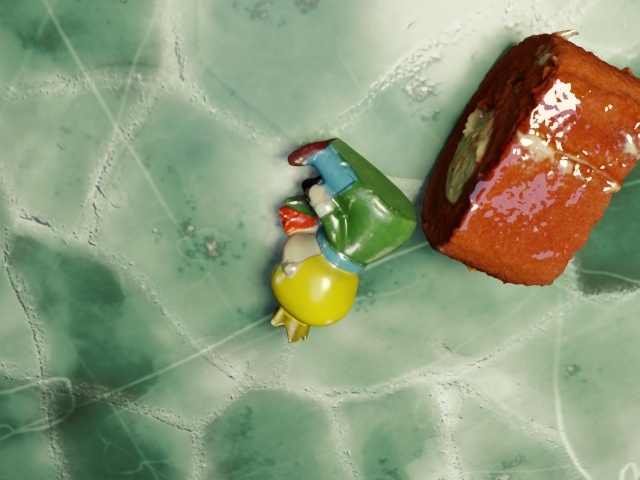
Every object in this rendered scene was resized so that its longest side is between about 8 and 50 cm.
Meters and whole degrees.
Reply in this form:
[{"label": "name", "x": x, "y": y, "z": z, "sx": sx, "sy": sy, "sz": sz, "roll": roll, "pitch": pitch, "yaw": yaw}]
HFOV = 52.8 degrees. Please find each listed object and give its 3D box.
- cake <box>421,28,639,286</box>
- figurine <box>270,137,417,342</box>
[{"label": "cake", "x": 0.236, "y": -0.091, "z": 0.734, "sx": 0.151, "sy": 0.177, "sz": 0.283, "roll": 24, "pitch": 108, "yaw": -8}, {"label": "figurine", "x": -0.008, "y": 0.002, "z": 0.811, "sx": 0.185, "sy": 0.127, "sz": 0.234, "roll": 42, "pitch": 119, "yaw": -1}]
